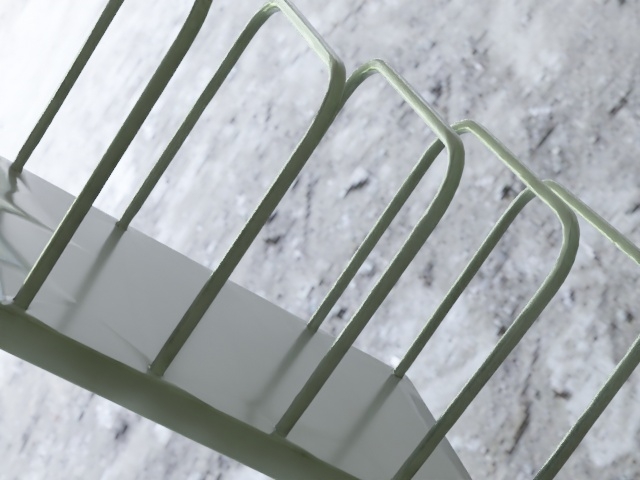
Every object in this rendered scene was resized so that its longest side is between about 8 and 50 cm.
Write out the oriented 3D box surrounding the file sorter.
[{"bbox_3d":[0.000,0.000,0.629,0.173,0.277,0.193,-55,23,11],"label":"file sorter"}]
